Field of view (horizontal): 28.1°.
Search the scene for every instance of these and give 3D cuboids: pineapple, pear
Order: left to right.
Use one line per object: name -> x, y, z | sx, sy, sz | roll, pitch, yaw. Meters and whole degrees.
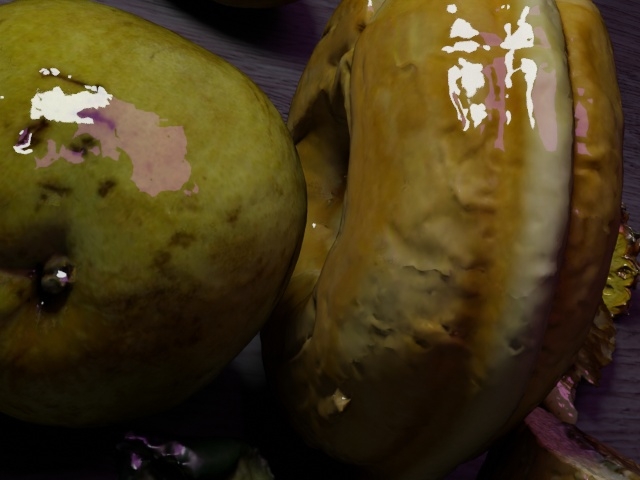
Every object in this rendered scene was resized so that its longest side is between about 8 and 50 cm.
pear -> -0.167, -0.012, 0.893 | 0.304, 0.304, 0.304 | 23, 37, -18
pineapple -> 0.316, 0.016, 1.448 | 0.116, 0.137, 0.069 | 3, 23, 23

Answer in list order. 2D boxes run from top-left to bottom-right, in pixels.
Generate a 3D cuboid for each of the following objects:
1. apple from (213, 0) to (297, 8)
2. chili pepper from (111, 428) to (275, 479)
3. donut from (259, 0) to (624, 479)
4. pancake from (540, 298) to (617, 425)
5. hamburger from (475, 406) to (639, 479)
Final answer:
apple -> -0.128, -0.389, 1.476 | 0.254, 0.179, 0.346 | -31, 79, -42
chili pepper -> -0.052, 0.256, 0.851 | 0.148, 0.116, 0.264 | 5, 44, -53
donut -> 0.078, -0.018, 0.984 | 0.198, 0.449, 0.449 | 8, 41, -15
pancake -> 0.214, 0.065, 1.332 | 0.212, 0.056, 0.257 | 41, 29, -1
hamburger -> 0.183, 0.252, 0.969 | 0.162, 0.209, 0.330 | 24, -1, -1
